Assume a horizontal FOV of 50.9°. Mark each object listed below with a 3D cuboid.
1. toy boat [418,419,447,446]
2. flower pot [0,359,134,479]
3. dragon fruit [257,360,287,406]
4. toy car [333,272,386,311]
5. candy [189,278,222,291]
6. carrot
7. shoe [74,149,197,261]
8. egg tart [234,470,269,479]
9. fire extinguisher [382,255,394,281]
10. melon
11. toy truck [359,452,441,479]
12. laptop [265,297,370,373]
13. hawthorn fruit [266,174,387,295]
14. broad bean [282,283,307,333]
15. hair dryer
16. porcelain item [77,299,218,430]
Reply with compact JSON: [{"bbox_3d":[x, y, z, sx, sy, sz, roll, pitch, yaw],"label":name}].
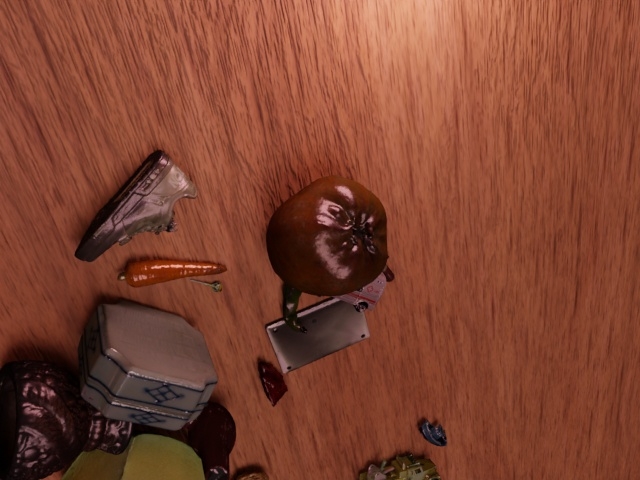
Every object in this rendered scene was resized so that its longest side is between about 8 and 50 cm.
[{"bbox_3d":[0.371,0.622,2.174,0.061,0.060,0.137,-33,122,24],"label":"toy boat"},{"bbox_3d":[-0.588,0.406,1.546,0.267,0.266,0.266,5,118,-36],"label":"flower pot"},{"bbox_3d":[-0.129,0.375,1.822,0.063,0.097,0.131,-21,106,-13],"label":"dragon fruit"},{"bbox_3d":[0.063,0.099,1.707,0.210,0.089,0.108,22,110,-26],"label":"toy car"},{"bbox_3d":[-0.277,0.107,1.627,0.083,0.025,0.023,16,85,-20],"label":"candy"},{"bbox_3d":[-0.338,0.070,1.557,0.257,0.061,0.061,-4,121,-24],"label":"carrot"},{"bbox_3d":[-0.380,-0.042,1.433,0.149,0.109,0.293,39,96,-29],"label":"shoe"},{"bbox_3d":[-0.215,0.730,2.008,0.130,0.052,0.130,-10,124,-16],"label":"egg tart"},{"bbox_3d":[0.150,0.044,1.751,0.049,0.035,0.173,-36,129,6],"label":"fire extinguisher"},{"bbox_3d":[-0.449,0.643,1.766,0.331,0.226,0.343,-42,138,14],"label":"melon"},{"bbox_3d":[0.262,0.762,2.181,0.259,0.128,0.135,-3,107,-20],"label":"toy truck"},{"bbox_3d":[-0.002,0.249,1.824,0.269,0.015,0.187,-22,126,-8],"label":"laptop"},{"bbox_3d":[0.000,0.000,1.533,0.268,0.301,0.268,9,75,-34],"label":"hawthorn fruit"},{"bbox_3d":[-0.070,0.153,1.718,0.061,0.046,0.195,0,115,10],"label":"broad bean"},{"bbox_3d":[-0.359,0.447,1.670,0.340,0.312,0.123,35,94,-13],"label":"hair dryer"},{"bbox_3d":[-0.394,0.283,1.523,0.286,0.281,0.157,21,108,-32],"label":"porcelain item"}]
